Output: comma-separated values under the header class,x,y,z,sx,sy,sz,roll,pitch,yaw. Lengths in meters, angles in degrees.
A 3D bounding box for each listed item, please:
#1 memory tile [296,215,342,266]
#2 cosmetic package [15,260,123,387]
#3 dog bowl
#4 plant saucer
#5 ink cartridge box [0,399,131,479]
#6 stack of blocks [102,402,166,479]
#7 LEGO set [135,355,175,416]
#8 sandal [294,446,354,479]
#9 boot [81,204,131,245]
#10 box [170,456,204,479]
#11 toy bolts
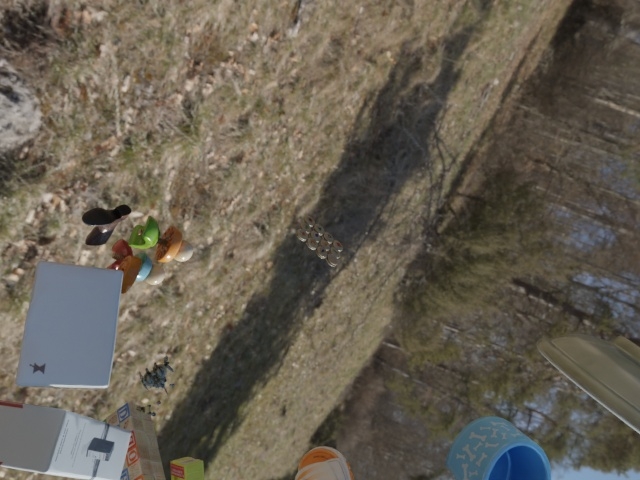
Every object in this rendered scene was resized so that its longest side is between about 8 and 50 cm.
class,x,y,z,sx,sy,sz,roll,pitch,yaw
memory tile,0.000,0.000,1.592,0.012,0.148,0.113,-42,-167,34
cosmetic package,-0.537,0.207,1.237,0.453,0.161,0.230,147,-52,-64
dog bowl,0.256,0.423,0.857,0.074,0.166,0.297,2,-109,65
plant saucer,0.544,0.254,0.900,0.100,0.400,0.400,-57,180,8
ink cartridge box,-0.538,0.407,1.138,0.273,0.197,0.114,72,25,-61
stack of blocks,-0.521,0.615,1.520,0.171,0.297,0.087,-36,142,11
LEGO set,-0.230,0.200,0.783,0.023,0.054,0.083,58,31,-69
sandal,0.012,0.432,0.916,0.102,0.076,0.265,-47,-148,7
boot,-0.418,-0.020,1.054,0.114,0.037,0.106,-36,171,33
box,-0.339,0.688,1.461,0.087,0.058,0.232,-12,-101,49
toy bolts,-0.463,0.074,1.522,0.228,0.158,0.218,-23,-133,44
